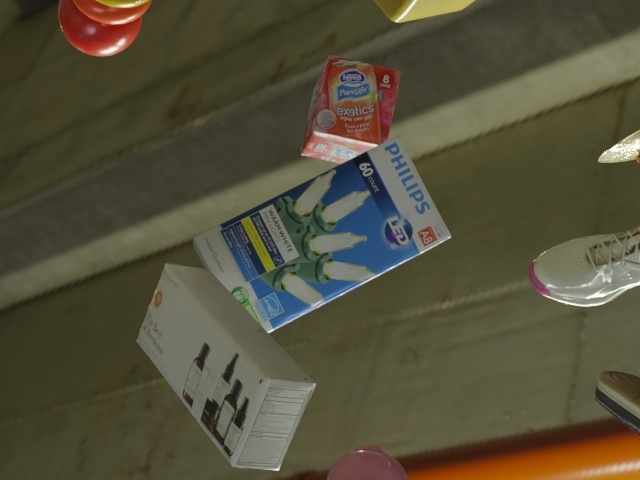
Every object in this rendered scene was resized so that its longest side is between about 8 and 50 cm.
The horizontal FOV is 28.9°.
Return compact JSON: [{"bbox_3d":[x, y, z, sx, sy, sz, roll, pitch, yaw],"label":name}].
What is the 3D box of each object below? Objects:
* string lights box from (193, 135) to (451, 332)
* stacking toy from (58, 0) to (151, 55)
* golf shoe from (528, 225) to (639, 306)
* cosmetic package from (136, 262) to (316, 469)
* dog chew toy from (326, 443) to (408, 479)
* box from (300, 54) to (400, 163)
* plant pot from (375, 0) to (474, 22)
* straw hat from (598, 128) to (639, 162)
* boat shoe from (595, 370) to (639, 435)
[{"bbox_3d":[0.000,0.000,1.409,0.259,0.133,0.077,-28,178,-8],"label":"string lights box"},{"bbox_3d":[-0.192,-0.288,1.238,0.141,0.141,0.330,-61,-175,-29],"label":"stacking toy"},{"bbox_3d":[0.463,0.017,1.860,0.306,0.140,0.115,-7,-123,-12],"label":"golf shoe"},{"bbox_3d":[-0.101,0.119,1.233,0.239,0.060,0.099,40,-69,50],"label":"cosmetic package"},{"bbox_3d":[0.067,0.470,1.886,0.206,0.206,0.332,-22,-132,33],"label":"dog chew toy"},{"bbox_3d":[0.046,-0.206,2.045,0.257,0.122,0.128,138,-37,-83],"label":"box"},{"bbox_3d":[0.142,-0.411,1.640,0.212,0.212,0.187,-19,153,-38],"label":"plant pot"},{"bbox_3d":[0.374,-0.090,1.324,0.144,0.061,0.144,-23,170,-4],"label":"straw hat"},{"bbox_3d":[0.441,0.261,1.482,0.285,0.103,0.092,34,-65,23],"label":"boat shoe"}]
